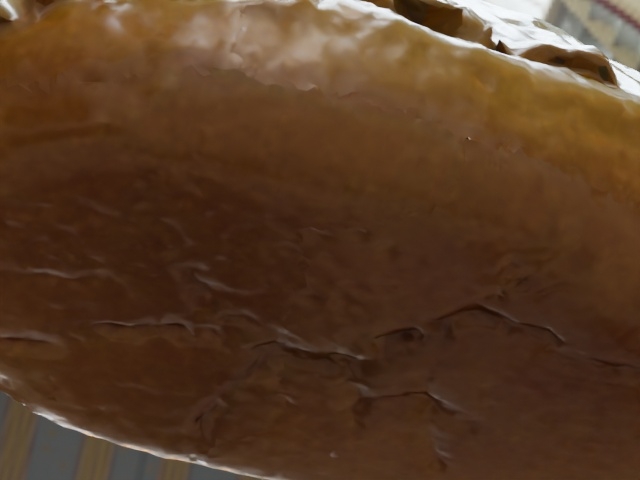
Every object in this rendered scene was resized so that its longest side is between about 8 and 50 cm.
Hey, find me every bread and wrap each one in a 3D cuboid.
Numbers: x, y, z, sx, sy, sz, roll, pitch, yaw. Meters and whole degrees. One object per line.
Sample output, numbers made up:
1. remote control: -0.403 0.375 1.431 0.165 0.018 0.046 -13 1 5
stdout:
1. bread: 0.002 -0.010 0.672 0.389 0.183 0.236 9 -54 -14
